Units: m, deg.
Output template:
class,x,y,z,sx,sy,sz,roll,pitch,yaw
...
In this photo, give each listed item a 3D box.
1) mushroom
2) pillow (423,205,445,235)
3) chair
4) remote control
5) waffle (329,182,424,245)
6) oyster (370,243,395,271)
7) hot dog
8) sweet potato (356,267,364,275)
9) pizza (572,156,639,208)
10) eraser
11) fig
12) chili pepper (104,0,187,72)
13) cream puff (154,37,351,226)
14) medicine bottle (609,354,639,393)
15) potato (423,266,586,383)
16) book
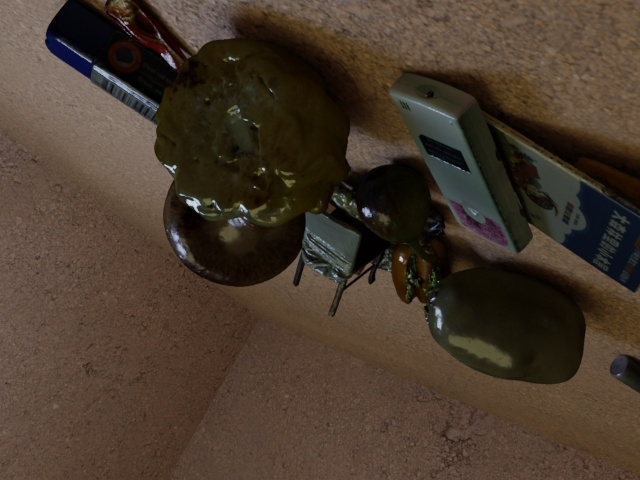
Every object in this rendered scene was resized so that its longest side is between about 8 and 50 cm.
class,x,y,z,sx,sy,sz,roll,pitch,yaw
mushroom,-0.164,-0.040,1.688,0.356,0.334,0.331,28,170,46
pillow,0.184,-0.058,1.452,0.150,0.048,0.090,30,158,14
chair,0.048,0.003,1.626,0.160,0.186,0.319,38,144,21
remote control,0.221,-0.107,1.111,0.145,0.050,0.344,34,168,43
waffle,0.093,-0.056,1.515,0.223,0.054,0.204,31,-175,-31
oyster,0.156,0.033,1.796,0.177,0.064,0.125,32,161,-13
hot dog,0.230,0.081,1.675,0.135,0.100,0.337,-3,158,7
sweet potato,0.000,0.000,1.980,0.281,0.067,0.059,30,129,16
pizza,0.432,-0.036,1.021,0.188,0.062,0.199,39,170,24
eraser,-0.385,-0.337,1.481,0.332,0.101,0.155,34,166,-15
fig,0.158,-0.028,1.358,0.149,0.149,0.245,11,141,51
chili pepper,-0.313,-0.381,1.306,0.268,0.059,0.050,39,-159,-44
cream puff,-0.096,-0.176,1.235,0.325,0.291,0.257,6,-173,25
medicine bottle,0.757,0.334,1.678,0.199,0.057,0.058,32,165,-11
potato,0.380,0.175,1.527,0.327,0.220,0.243,11,169,17
book,0.339,-0.058,1.062,0.322,0.018,0.228,39,171,24
